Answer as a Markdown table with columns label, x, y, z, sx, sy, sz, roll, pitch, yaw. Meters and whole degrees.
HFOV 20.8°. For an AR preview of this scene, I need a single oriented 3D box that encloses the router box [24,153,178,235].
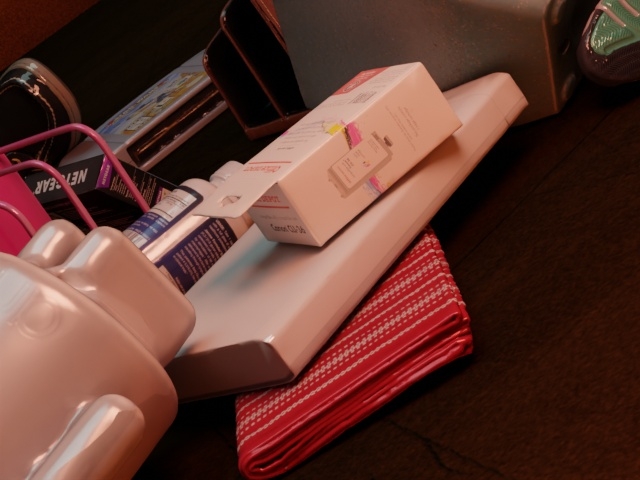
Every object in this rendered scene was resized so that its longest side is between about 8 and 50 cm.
| label | x | y | z | sx | sy | sz | roll | pitch | yaw |
| --- | --- | --- | --- | --- | --- | --- | --- | --- | --- |
| router box | -0.229 | -0.038 | 1.894 | 0.179 | 0.133 | 0.046 | -10 | 61 | 51 |

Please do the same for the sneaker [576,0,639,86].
| label | x | y | z | sx | sy | sz | roll | pitch | yaw |
| --- | --- | --- | --- | --- | --- | --- | --- | --- | --- |
| sneaker | 0.289 | -0.191 | 1.515 | 0.224 | 0.083 | 0.098 | -43 | -5 | -28 |

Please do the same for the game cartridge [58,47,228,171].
| label | x | y | z | sx | sy | sz | roll | pitch | yaw |
| --- | --- | --- | --- | --- | --- | --- | --- | --- | --- |
| game cartridge | -0.212 | -0.164 | 2.327 | 0.297 | 0.062 | 0.198 | -40 | 23 | -18 |

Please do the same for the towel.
| label | x | y | z | sx | sy | sz | roll | pitch | yaw |
| --- | --- | --- | --- | --- | --- | --- | --- | --- | --- |
| towel | 0.019 | 0.075 | 1.333 | 0.199 | 0.031 | 0.275 | -34 | 16 | 7 |

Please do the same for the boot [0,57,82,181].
| label | x | y | z | sx | sy | sz | roll | pitch | yaw |
| --- | --- | --- | --- | --- | --- | --- | --- | --- | --- |
| boot | -0.483 | -0.072 | 2.351 | 0.284 | 0.138 | 0.377 | -49 | 7 | -34 |

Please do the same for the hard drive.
| label | x | y | z | sx | sy | sz | roll | pitch | yaw |
| --- | --- | --- | --- | --- | --- | --- | --- | --- | --- |
| hard drive | 0.000 | 0.000 | 1.450 | 0.233 | 0.047 | 0.353 | -16 | 25 | 51 |

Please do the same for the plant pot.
| label | x | y | z | sx | sy | sz | roll | pitch | yaw |
| --- | --- | --- | --- | --- | --- | --- | --- | --- | --- |
| plant pot | 0.129 | -0.240 | 1.548 | 0.252 | 0.248 | 0.247 | 22 | 64 | 26 |

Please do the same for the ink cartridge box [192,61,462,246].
| label | x | y | z | sx | sy | sz | roll | pitch | yaw |
| --- | --- | --- | --- | --- | --- | --- | --- | --- | --- |
| ink cartridge box | 0.003 | -0.057 | 1.396 | 0.198 | 0.067 | 0.115 | -39 | 16 | -17 |

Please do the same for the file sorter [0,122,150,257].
| label | x | y | z | sx | sy | sz | roll | pitch | yaw |
| --- | --- | --- | --- | --- | --- | --- | --- | --- | --- |
| file sorter | -0.311 | 0.045 | 1.714 | 0.182 | 0.202 | 0.290 | -14 | 26 | 44 |

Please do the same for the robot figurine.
| label | x | y | z | sx | sy | sz | roll | pitch | yaw |
| --- | --- | --- | --- | --- | --- | --- | --- | --- | --- |
| robot figurine | -0.244 | 0.150 | 1.275 | 0.300 | 0.200 | 0.353 | 3 | 52 | 54 |

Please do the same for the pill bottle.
| label | x | y | z | sx | sy | sz | roll | pitch | yaw |
| --- | --- | --- | --- | --- | --- | --- | --- | --- | --- |
| pill bottle | -0.127 | 0.000 | 1.679 | 0.169 | 0.094 | 0.094 | -41 | 19 | -21 |

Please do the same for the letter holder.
| label | x | y | z | sx | sy | sz | roll | pitch | yaw |
| --- | --- | --- | --- | --- | --- | --- | --- | --- | --- |
| letter holder | -0.010 | -0.299 | 2.049 | 0.152 | 0.214 | 0.302 | -13 | 27 | 48 |
